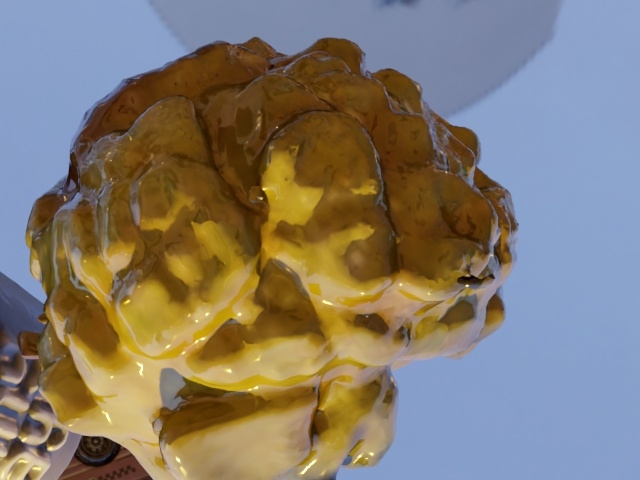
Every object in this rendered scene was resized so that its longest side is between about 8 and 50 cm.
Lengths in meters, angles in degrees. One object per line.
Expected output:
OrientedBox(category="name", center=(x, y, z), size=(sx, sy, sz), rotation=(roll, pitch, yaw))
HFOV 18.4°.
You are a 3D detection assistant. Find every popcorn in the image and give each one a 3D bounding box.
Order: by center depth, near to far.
OrientedBox(category="popcorn", center=(-0.020, 0.016, 0.786), size=(0.169, 0.189, 0.218), rotation=(47, -168, 22))

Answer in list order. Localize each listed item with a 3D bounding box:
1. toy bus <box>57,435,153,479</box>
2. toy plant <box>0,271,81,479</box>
OrientedBox(category="toy bus", center=(-0.216, 0.208, 1.498), size=(0.199, 0.096, 0.108), rotation=(-20, -93, -22))
OrientedBox(category="toy plant", center=(-0.272, 0.040, 1.042), size=(0.279, 0.400, 0.185), rotation=(-13, -112, 20))
